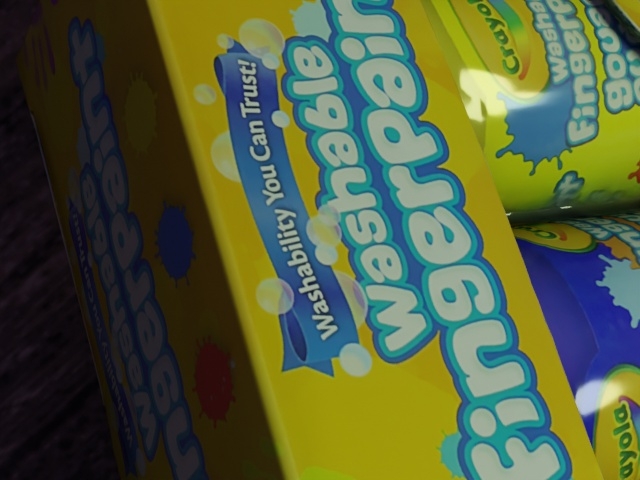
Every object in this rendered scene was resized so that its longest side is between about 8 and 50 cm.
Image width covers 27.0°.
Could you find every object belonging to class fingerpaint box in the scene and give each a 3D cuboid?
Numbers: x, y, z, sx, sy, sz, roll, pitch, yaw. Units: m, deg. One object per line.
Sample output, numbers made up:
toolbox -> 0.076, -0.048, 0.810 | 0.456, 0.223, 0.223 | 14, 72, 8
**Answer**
fingerpaint box -> 0.106, 0.063, 0.581 | 0.371, 0.163, 0.445 | -5, 68, -30
